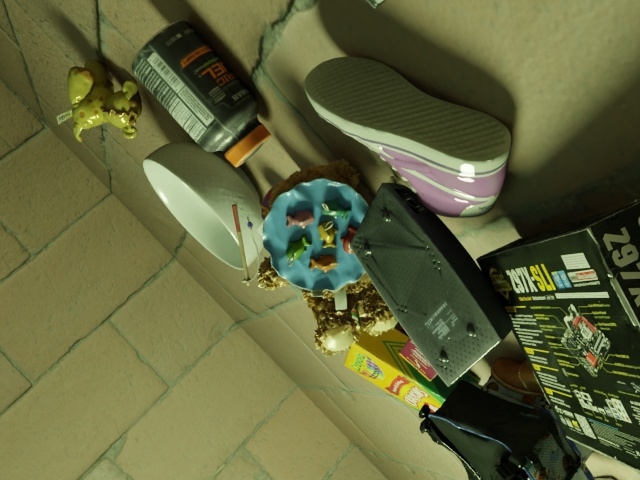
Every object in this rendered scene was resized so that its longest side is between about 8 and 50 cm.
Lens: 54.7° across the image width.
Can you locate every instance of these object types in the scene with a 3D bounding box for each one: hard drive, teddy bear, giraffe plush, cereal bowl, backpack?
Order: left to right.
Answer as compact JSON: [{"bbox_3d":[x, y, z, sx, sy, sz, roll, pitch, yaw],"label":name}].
[{"bbox_3d":[-0.517,-0.336,1.522,0.170,0.210,0.181,6,137,10],"label":"giraffe plush"},{"bbox_3d":[-0.244,-0.098,1.435,0.339,0.141,0.339,39,159,18],"label":"cereal bowl"},{"bbox_3d":[0.022,0.033,1.046,0.338,0.245,0.113,51,-175,-17],"label":"teddy bear"},{"bbox_3d":[0.145,0.056,0.844,0.255,0.054,0.172,56,149,22],"label":"hard drive"},{"bbox_3d":[0.351,0.377,1.087,0.263,0.213,0.276,61,163,-16],"label":"backpack"}]

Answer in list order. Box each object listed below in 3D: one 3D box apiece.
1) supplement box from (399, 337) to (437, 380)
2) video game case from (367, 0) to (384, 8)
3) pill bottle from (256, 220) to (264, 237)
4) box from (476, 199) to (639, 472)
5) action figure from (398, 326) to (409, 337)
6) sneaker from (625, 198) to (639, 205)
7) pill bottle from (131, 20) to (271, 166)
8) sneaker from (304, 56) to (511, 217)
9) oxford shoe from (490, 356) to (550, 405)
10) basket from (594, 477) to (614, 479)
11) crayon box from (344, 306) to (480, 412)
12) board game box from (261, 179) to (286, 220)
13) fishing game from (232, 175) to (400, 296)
[{"bbox_3d":[0.215,0.168,1.097,0.081,0.104,0.188,40,159,14],"label":"supplement box"},{"bbox_3d":[0.005,-0.380,0.546,0.275,0.035,0.248,46,160,-1],"label":"video game case"},{"bbox_3d":[-0.026,0.025,1.272,0.216,0.121,0.121,45,160,2],"label":"pill bottle"},{"bbox_3d":[0.294,0.106,0.645,0.322,0.079,0.257,105,140,-83],"label":"box"},{"bbox_3d":[0.195,0.234,1.382,0.038,0.030,0.115,26,155,32],"label":"action figure"},{"bbox_3d":[0.325,-0.029,0.591,0.161,0.057,0.075,-166,62,-70],"label":"sneaker"},{"bbox_3d":[-0.197,-0.245,1.072,0.246,0.130,0.130,48,160,-7],"label":"pill bottle"},{"bbox_3d":[0.098,-0.117,0.785,0.282,0.102,0.161,35,161,26],"label":"sneaker"},{"bbox_3d":[0.354,0.211,0.991,0.212,0.076,0.076,6,107,64],"label":"oxford shoe"},{"bbox_3d":[0.555,0.538,1.144,0.167,0.103,0.113,39,160,14],"label":"basket"},{"bbox_3d":[0.168,0.275,1.357,0.318,0.081,0.202,30,158,12],"label":"crayon box"},{"bbox_3d":[-0.022,-0.051,1.109,0.168,0.133,0.033,42,148,10],"label":"board game box"},{"bbox_3d":[0.000,0.000,0.953,0.041,0.264,0.189,-96,0,-70],"label":"fishing game"}]
